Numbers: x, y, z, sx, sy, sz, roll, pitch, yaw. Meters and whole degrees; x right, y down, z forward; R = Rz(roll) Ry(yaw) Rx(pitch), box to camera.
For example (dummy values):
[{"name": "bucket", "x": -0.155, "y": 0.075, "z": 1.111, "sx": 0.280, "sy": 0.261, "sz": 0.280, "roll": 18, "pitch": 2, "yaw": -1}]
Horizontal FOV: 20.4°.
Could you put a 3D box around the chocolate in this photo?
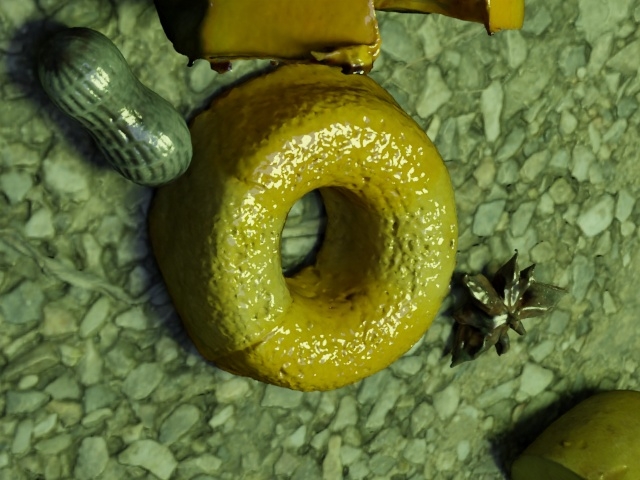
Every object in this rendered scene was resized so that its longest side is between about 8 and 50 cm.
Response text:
[{"name": "chocolate", "x": -0.162, "y": -0.104, "z": 1.424, "sx": 0.072, "sy": 0.072, "sz": 0.167, "roll": -47, "pitch": 124, "yaw": -9}]

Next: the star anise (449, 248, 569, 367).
[{"name": "star anise", "x": 0.185, "y": 0.062, "z": 1.726, "sx": 0.129, "sy": 0.056, "sz": 0.124, "roll": -13, "pitch": 127, "yaw": -26}]

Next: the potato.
[{"name": "potato", "x": 0.305, "y": 0.228, "z": 1.817, "sx": 0.203, "sy": 0.178, "sz": 0.158, "roll": 43, "pitch": 67, "yaw": -20}]

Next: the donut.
[{"name": "donut", "x": 0.000, "y": 0.000, "z": 1.550, "sx": 0.303, "sy": 0.110, "sz": 0.303, "roll": -12, "pitch": 114, "yaw": -28}]

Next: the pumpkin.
[{"name": "pumpkin", "x": 0.007, "y": -0.253, "z": 1.364, "sx": 0.303, "sy": 0.256, "sz": 0.225, "roll": -15, "pitch": 115, "yaw": -51}]
